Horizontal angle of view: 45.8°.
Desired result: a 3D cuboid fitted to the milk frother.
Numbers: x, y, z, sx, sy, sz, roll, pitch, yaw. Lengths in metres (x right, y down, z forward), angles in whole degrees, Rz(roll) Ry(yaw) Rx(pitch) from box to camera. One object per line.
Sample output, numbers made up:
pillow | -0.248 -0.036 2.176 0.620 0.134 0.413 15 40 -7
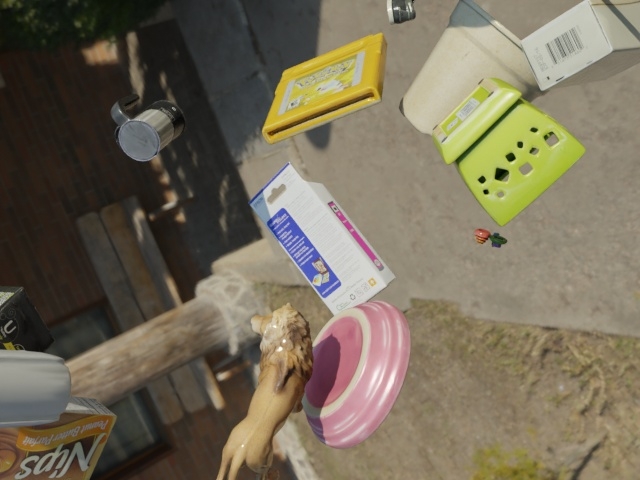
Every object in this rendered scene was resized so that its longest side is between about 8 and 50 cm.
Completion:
milk frother | -0.357 -0.203 1.494 0.129 0.135 0.143 27 119 0

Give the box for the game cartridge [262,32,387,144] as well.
game cartridge | 0.016 -0.369 1.789 0.285 0.323 0.052 -18 124 20

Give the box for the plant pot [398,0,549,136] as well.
plant pot | 0.367 -0.378 1.857 0.305 0.334 0.334 -49 63 19

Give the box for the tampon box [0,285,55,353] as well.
tampon box | -0.545 0.149 1.236 0.161 0.101 0.120 0 125 30

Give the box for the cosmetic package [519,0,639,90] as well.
cosmetic package | 0.552 -0.392 1.508 0.160 0.309 0.113 -27 84 43

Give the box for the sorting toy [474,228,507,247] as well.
sorting toy | 0.476 0.001 2.119 0.102 0.061 0.042 31 117 41

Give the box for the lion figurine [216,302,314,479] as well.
lion figurine | -0.104 0.328 1.449 0.142 0.392 0.240 12 139 2

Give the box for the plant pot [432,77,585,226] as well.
plant pot | 0.365 -0.200 1.553 0.207 0.227 0.228 42 -165 -12

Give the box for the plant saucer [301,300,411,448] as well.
plant saucer | 0.058 0.274 1.626 0.084 0.332 0.332 28 163 -23

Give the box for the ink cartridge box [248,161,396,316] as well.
ink cartridge box | 0.000 0.000 1.802 0.371 0.069 0.176 51 126 3

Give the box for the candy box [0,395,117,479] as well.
candy box | -0.544 0.373 1.368 0.087 0.316 0.183 25 91 37

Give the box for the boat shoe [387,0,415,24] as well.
boat shoe | 0.231 -0.668 2.067 0.079 0.233 0.084 -7 135 18

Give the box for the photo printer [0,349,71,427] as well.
photo printer | -0.527 0.190 0.982 0.256 0.307 0.107 -4 79 29
